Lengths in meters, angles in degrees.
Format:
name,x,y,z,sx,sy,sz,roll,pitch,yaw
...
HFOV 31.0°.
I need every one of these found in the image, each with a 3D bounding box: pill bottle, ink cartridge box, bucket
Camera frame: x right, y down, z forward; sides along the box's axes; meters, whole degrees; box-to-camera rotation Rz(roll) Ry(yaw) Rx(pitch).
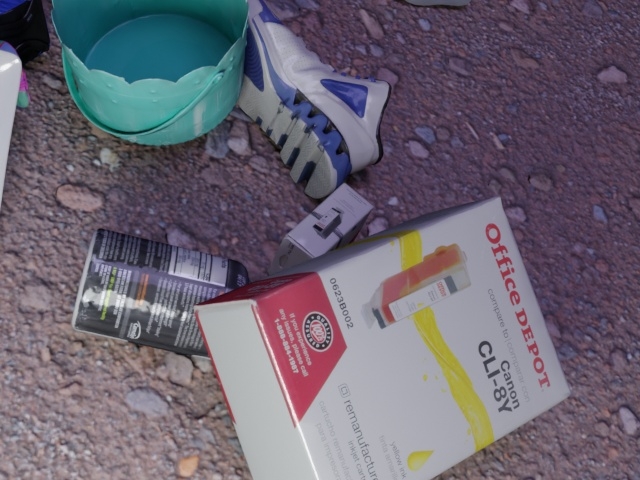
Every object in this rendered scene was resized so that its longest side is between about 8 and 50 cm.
name,x,y,z,sx,sy,sz,roll,pitch,yaw
pill bottle,-0.174,0.074,1.428,0.246,0.130,0.130,14,51,-10
ink cartridge box,0.000,0.000,1.567,0.056,0.099,0.135,40,53,9
ink cartridge box,0.083,0.137,1.391,0.385,0.160,0.279,-22,94,-32
bucket,-0.229,-0.277,1.598,0.281,0.183,0.281,1,61,-1

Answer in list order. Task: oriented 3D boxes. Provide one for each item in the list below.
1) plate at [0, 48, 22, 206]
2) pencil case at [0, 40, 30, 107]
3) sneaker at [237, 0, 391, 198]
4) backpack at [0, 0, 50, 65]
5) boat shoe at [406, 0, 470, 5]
name,x,y,z,sx,sy,sz,roll,pitch,yaw
plate,-0.506,-0.114,1.371,0.277,0.045,0.278,9,90,-41
pencil case,-0.487,-0.177,1.476,0.236,0.104,0.104,-32,71,-34
sneaker,-0.004,-0.215,1.723,0.182,0.127,0.315,-20,71,-35
backpack,-0.454,-0.288,1.619,0.101,0.098,0.120,17,44,31
boat shoe,0.193,-0.434,1.999,0.142,0.049,0.040,4,35,-19
